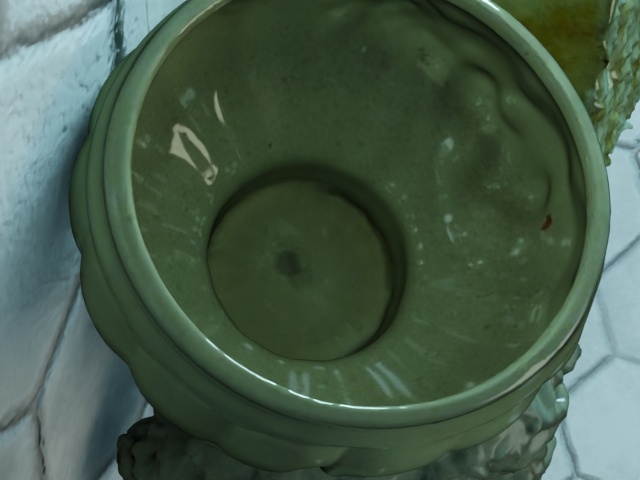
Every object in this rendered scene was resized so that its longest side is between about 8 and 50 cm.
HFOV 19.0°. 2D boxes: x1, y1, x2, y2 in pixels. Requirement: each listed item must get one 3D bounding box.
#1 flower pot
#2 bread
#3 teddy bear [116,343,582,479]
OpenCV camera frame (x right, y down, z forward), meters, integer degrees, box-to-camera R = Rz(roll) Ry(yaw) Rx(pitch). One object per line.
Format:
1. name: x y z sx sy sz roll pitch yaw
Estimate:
1. flower pot: 0.000 0.000 1.123 0.244 0.307 0.307 127 -14 -68
2. bread: 0.174 -0.237 1.682 0.395 0.264 0.239 -61 153 -46
3. teddy bear: 0.035 0.021 1.360 0.224 0.357 0.368 -22 -111 55
